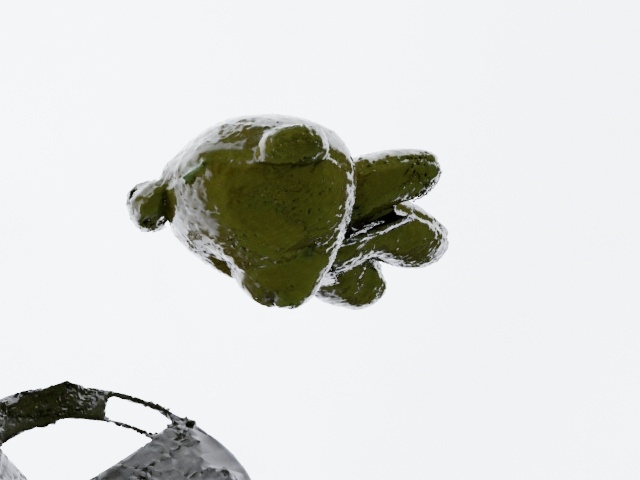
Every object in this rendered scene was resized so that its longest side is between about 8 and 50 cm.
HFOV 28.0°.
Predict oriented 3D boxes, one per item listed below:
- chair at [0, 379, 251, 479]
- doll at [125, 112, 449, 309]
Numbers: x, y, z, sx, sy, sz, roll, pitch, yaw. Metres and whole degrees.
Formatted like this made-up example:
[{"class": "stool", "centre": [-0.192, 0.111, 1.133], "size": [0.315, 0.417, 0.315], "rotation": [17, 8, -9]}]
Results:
[{"class": "chair", "centre": [-0.153, 0.160, 0.746], "size": [0.213, 0.174, 0.149], "rotation": [-35, -49, -12]}, {"class": "doll", "centre": [0.000, 0.000, 0.688], "size": [0.137, 0.097, 0.209], "rotation": [-24, -28, 28]}]
